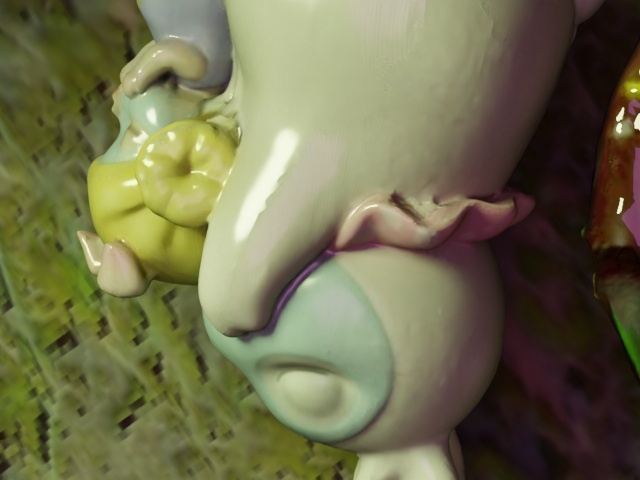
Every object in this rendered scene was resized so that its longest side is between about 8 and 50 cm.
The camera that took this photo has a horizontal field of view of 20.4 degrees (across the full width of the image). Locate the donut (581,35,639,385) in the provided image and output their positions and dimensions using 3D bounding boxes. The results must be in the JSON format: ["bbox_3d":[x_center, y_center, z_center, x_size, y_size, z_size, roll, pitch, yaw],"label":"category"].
[{"bbox_3d":[0.199,-0.006,0.572,0.230,0.096,0.216,44,101,3],"label":"donut"}]

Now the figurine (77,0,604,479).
[{"bbox_3d":[0.000,0.000,0.587,0.155,0.127,0.235,8,98,-11],"label":"figurine"}]
